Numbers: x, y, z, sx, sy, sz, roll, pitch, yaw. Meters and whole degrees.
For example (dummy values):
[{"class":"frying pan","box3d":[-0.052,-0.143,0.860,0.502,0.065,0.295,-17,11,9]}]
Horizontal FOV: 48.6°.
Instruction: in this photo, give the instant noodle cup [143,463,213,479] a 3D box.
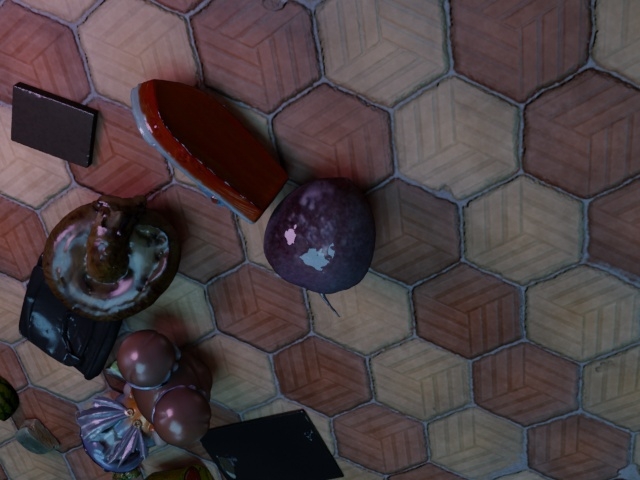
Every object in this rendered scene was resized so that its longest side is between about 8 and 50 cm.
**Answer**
[{"class":"instant noodle cup","box3d":[-0.388,0.687,1.879,0.144,0.182,0.182,-9,119,29]}]

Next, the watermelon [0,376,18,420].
[{"class":"watermelon","box3d":[-0.848,0.411,1.885,0.069,0.087,0.163,-28,120,-14]}]

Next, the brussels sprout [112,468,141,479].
[{"class":"brussels sprout","box3d":[-0.538,0.640,1.948,0.085,0.058,0.085,-13,142,-11]}]

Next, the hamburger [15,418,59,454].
[{"class":"hamburger","box3d":[-0.787,0.548,1.949,0.084,0.054,0.121,-24,120,23]}]

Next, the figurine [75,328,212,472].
[{"class":"figurine","box3d":[-0.409,0.384,1.661,0.388,0.248,0.277,-38,83,27]}]

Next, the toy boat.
[{"class":"toy boat","box3d":[-0.221,-0.173,1.329,0.332,0.145,0.133,43,148,-14]}]

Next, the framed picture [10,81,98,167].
[{"class":"framed picture","box3d":[-0.537,-0.231,1.425,0.168,0.023,0.128,20,124,0]}]

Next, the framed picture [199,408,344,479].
[{"class":"framed picture","box3d":[-0.133,0.552,1.825,0.323,0.013,0.244,-17,116,22]}]

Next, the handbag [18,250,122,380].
[{"class":"handbag","box3d":[-0.573,0.173,1.623,0.244,0.088,0.275,35,121,6]}]

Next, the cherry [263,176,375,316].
[{"class":"cherry","box3d":[0.000,0.000,1.353,0.213,0.183,0.266,16,108,-7]}]

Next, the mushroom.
[{"class":"mushroom","box3d":[-0.420,0.021,1.452,0.263,0.195,0.283,22,131,-11]}]
